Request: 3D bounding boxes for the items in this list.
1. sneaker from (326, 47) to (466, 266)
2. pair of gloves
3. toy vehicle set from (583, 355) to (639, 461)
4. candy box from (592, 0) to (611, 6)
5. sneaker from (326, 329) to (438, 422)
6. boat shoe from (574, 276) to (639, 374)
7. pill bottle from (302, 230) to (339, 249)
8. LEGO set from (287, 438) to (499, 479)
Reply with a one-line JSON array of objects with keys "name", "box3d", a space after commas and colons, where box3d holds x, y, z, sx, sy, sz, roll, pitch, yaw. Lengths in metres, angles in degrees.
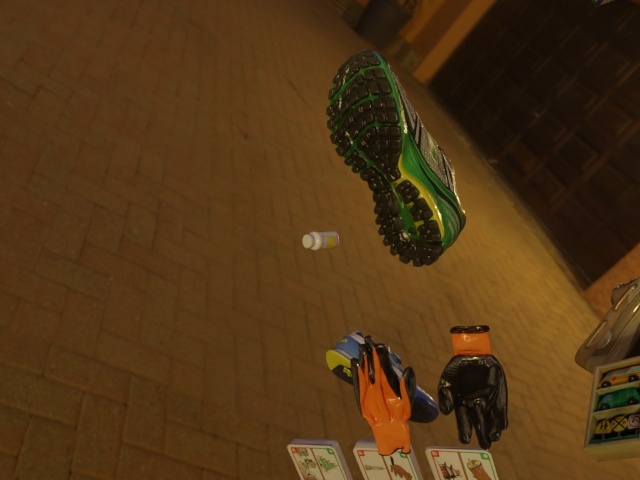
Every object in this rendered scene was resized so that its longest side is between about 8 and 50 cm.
[{"name": "sneaker", "box3d": [0.123, -0.136, 0.950, 0.146, 0.134, 0.343, -31, 102, -46]}, {"name": "pair of gloves", "box3d": [0.060, 0.083, 0.329, 0.010, 0.083, 0.074, -54, 132, -69]}, {"name": "toy vehicle set", "box3d": [0.526, 0.231, 0.879, 0.035, 0.267, 0.166, 44, 47, -13]}, {"name": "candy box", "box3d": [0.624, -0.568, 0.999, 0.317, 0.268, 0.122, 83, -15, -79]}, {"name": "sneaker", "box3d": [0.079, 0.156, 0.697, 0.144, 0.053, 0.059, 34, 48, 11]}, {"name": "boat shoe", "box3d": [0.641, 0.127, 1.212, 0.122, 0.341, 0.110, 41, -7, -40]}, {"name": "pill bottle", "box3d": [0.000, 0.000, 1.360, 0.083, 0.043, 0.043, -3, 47, -42]}, {"name": "LEGO set", "box3d": [0.096, 0.262, 0.514, 0.060, 0.183, 0.244, -42, 115, -53]}]
